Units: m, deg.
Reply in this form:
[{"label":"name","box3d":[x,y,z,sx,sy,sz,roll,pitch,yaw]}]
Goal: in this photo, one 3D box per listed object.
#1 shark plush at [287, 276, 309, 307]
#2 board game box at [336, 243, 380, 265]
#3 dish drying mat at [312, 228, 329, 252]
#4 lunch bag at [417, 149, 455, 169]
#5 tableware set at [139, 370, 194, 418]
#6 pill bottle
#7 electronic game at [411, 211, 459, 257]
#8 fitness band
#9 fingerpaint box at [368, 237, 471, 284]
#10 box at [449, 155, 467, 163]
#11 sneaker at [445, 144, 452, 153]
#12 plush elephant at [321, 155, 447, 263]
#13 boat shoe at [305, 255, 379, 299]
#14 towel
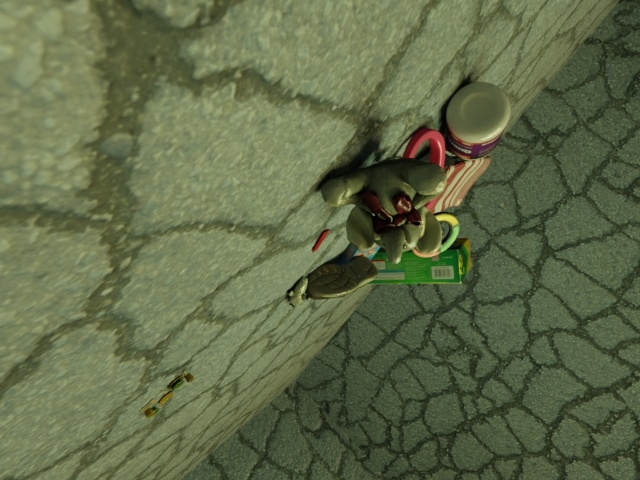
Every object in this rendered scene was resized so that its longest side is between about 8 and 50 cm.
[{"label":"shark plush","box3d":[-0.073,0.188,1.428,0.161,0.073,0.067,100,3,-54]},{"label":"board game box","box3d":[0.165,0.042,1.666,0.160,0.047,0.210,-11,142,-44]},{"label":"dish drying mat","box3d":[0.000,0.000,1.234,0.032,0.008,0.083,-30,156,-51]},{"label":"lunch bag","box3d":[0.359,-0.210,1.516,0.279,0.108,0.224,-40,160,-30]},{"label":"tableware set","box3d":[-0.408,0.419,1.123,0.154,0.024,0.104,-42,165,-22]},{"label":"pill bottle","box3d":[0.504,-0.372,1.366,0.181,0.181,0.323,-50,165,7]},{"label":"electronic game","box3d":[0.472,-0.021,1.726,0.229,0.048,0.229,-12,130,-14]},{"label":"fitness band","box3d":[0.307,-0.202,1.299,0.209,0.054,0.290,-22,127,-33]},{"label":"fingerpaint box","box3d":[0.481,0.094,2.042,0.371,0.445,0.163,-17,102,-62]},{"label":"box","box3d":[0.511,-0.280,1.709,0.184,0.045,0.191,-10,161,-38]},{"label":"sneaker","box3d":[0.560,-0.387,1.654,0.081,0.094,0.208,-49,165,5]},{"label":"plush elephant","box3d":[0.177,-0.063,1.031,0.330,0.272,0.255,-51,133,-67]},{"label":"boat shoe","box3d":[0.073,0.164,1.548,0.355,0.132,0.130,-10,146,-42]},{"label":"towel","box3d":[0.494,-0.198,1.547,0.329,0.037,0.237,-19,146,-43]}]
